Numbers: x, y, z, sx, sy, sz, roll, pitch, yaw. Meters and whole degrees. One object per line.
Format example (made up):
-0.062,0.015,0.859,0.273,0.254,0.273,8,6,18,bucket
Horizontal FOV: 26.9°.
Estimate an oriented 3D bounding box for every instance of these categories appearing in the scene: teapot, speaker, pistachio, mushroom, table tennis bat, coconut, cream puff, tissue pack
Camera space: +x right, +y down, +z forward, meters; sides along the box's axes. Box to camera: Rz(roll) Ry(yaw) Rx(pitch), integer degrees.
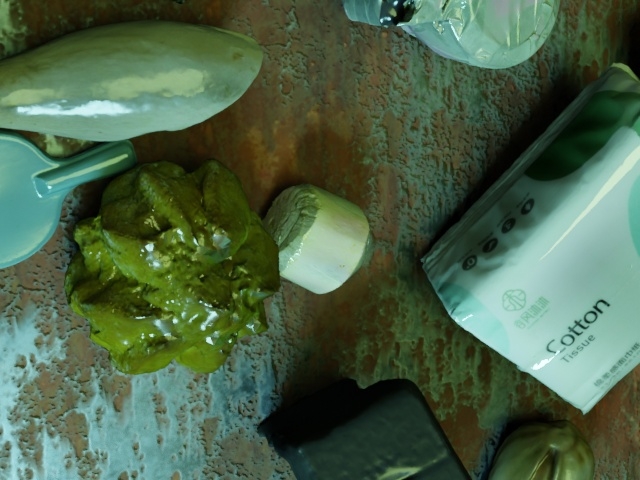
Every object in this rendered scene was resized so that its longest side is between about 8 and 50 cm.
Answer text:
0.143,-0.265,1.513,0.222,0.178,0.163,-39,117,-19,teapot
0.089,0.336,1.542,0.180,0.184,0.388,-26,79,-17,speaker
0.287,0.336,1.793,0.130,0.131,0.206,24,101,15,pistachio
-0.230,-0.163,1.385,0.350,0.128,0.128,-9,108,-22,mushroom
-0.312,-0.056,1.426,0.244,0.040,0.152,-21,115,-15,table tennis bat
0.000,0.000,1.555,0.122,0.116,0.116,28,91,-32,coconut
-0.153,0.034,1.453,0.244,0.196,0.244,-12,144,-9,cream puff
0.341,-0.001,1.629,0.266,0.194,0.356,36,104,-28,tissue pack

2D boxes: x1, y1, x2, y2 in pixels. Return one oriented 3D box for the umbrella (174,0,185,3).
-0.076,-0.340,1.449,0.066,0.059,0.235,46,81,-11,umbrella
